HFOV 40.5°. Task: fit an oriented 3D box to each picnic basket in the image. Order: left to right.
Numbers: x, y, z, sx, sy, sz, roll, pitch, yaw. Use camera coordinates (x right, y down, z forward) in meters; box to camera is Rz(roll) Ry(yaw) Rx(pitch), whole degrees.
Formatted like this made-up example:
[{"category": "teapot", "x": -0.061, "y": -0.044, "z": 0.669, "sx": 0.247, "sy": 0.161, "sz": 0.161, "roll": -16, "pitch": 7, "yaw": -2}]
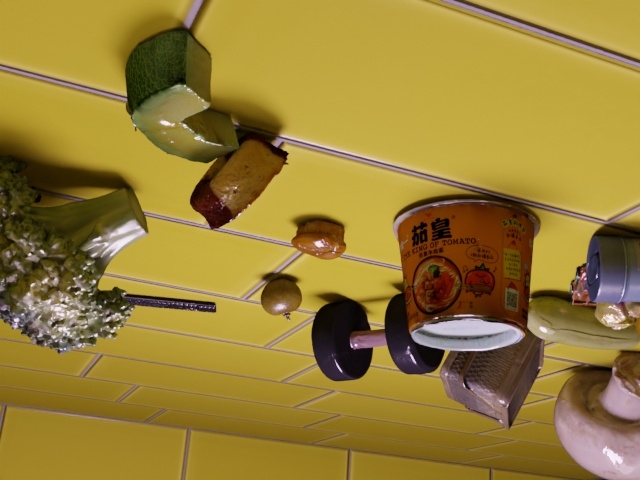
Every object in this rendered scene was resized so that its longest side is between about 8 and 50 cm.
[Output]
[{"category": "picnic basket", "x": 0.335, "y": 0.246, "z": 1.679, "sx": 0.139, "sy": 0.165, "sz": 0.266, "roll": 26, "pitch": 166, "yaw": 22}]

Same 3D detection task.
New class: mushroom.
[{"category": "mushroom", "x": 0.671, "y": 0.370, "z": 1.923, "sx": 0.298, "sy": 0.297, "sz": 0.290, "roll": 1, "pitch": 122, "yaw": 8}]

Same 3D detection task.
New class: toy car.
[{"category": "toy car", "x": 0.450, "y": 0.074, "z": 1.440, "sx": 0.059, "sy": 0.035, "sz": 0.122, "roll": 2, "pitch": 158, "yaw": 8}]

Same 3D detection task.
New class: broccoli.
[{"category": "broccoli", "x": -0.380, "y": 0.027, "z": 1.204, "sx": 0.260, "sy": 0.235, "sz": 0.288, "roll": -2, "pitch": 153, "yaw": 12}]

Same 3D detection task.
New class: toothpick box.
[{"category": "toothpick box", "x": 0.476, "y": 0.043, "z": 1.269, "sx": 0.153, "sy": 0.101, "sz": 0.101, "roll": 1, "pitch": 158, "yaw": 4}]

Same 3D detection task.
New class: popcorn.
[{"category": "popcorn", "x": 0.472, "y": 0.083, "z": 1.357, "sx": 0.097, "sy": 0.109, "sz": 0.089, "roll": 2, "pitch": 164, "yaw": 30}]

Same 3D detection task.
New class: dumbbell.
[{"category": "dumbbell", "x": 0.108, "y": 0.179, "z": 1.614, "sx": 0.218, "sy": 0.152, "sz": 0.152, "roll": -11, "pitch": 154, "yaw": 33}]

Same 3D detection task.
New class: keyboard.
[{"category": "keyboard", "x": -0.309, "y": 0.128, "z": 1.755, "sx": 0.198, "sy": 0.010, "sz": 0.063, "roll": 6, "pitch": 160, "yaw": -4}]

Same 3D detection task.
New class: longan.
[{"category": "longan", "x": -0.070, "y": 0.108, "z": 1.564, "sx": 0.075, "sy": 0.083, "sz": 0.075, "roll": -12, "pitch": -167, "yaw": 3}]

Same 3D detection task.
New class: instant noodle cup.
[{"category": "instant noodle cup", "x": 0.211, "y": 0.057, "z": 1.254, "sx": 0.216, "sy": 0.172, "sz": 0.216, "roll": 2, "pitch": 159, "yaw": 1}]

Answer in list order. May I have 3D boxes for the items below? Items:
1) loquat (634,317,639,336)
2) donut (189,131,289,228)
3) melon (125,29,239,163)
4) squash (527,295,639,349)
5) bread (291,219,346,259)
[{"category": "loquat", "x": 0.593, "y": 0.129, "z": 1.416, "sx": 0.152, "sy": 0.152, "sz": 0.195, "roll": 11, "pitch": 165, "yaw": -17}, {"category": "donut", "x": -0.104, "y": -0.075, "z": 1.062, "sx": 0.059, "sy": 0.140, "sz": 0.140, "roll": 41, "pitch": 146, "yaw": -16}, {"category": "melon", "x": -0.155, "y": -0.146, "z": 0.965, "sx": 0.118, "sy": 0.064, "sz": 0.209, "roll": -7, "pitch": 159, "yaw": 15}, {"category": "squash", "x": 0.481, "y": 0.152, "z": 1.571, "sx": 0.250, "sy": 0.083, "sz": 0.083, "roll": 10, "pitch": 158, "yaw": -18}, {"category": "bread", "x": 0.000, "y": 0.000, "z": 1.323, "sx": 0.081, "sy": 0.046, "sz": 0.083, "roll": -1, "pitch": 159, "yaw": 19}]
